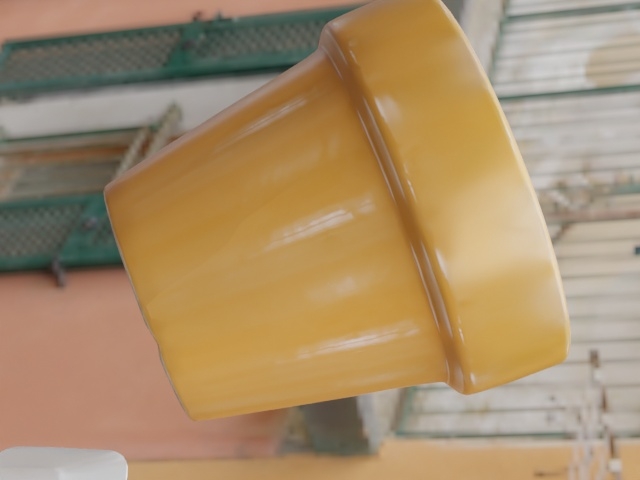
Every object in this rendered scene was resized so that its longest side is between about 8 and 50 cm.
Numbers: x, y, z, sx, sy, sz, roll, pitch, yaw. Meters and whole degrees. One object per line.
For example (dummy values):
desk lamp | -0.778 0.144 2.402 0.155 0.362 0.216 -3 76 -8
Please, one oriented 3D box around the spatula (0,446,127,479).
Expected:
spatula | -0.237 0.192 0.932 0.019 0.242 0.168 74 17 -58

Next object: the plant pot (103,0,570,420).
plant pot | 0.000 0.000 0.824 0.205 0.188 0.205 159 -90 -87
